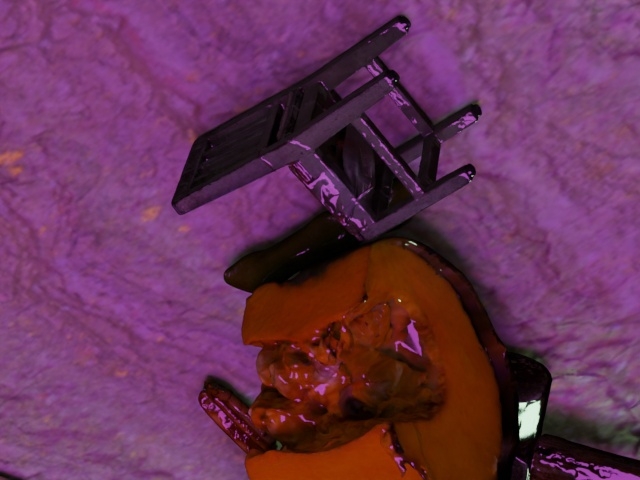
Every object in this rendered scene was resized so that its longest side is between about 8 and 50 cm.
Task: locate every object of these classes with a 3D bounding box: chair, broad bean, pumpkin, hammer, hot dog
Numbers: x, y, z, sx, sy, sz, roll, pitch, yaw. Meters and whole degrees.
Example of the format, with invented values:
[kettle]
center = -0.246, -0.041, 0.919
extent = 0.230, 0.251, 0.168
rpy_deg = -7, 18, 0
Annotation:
[chair]
center = 0.010, -0.078, 1.631
extent = 0.270, 0.136, 0.147
rpy_deg = -31, 114, 24
[broad bean]
center = 0.000, 0.000, 1.739
extent = 0.256, 0.053, 0.052
rpy_deg = -27, 106, 24
[pumpkin]
center = 0.058, 0.162, 1.686
extent = 0.225, 0.303, 0.256
rpy_deg = -18, 149, 35
[hammer]
center = 0.342, 0.266, 1.828
extent = 0.409, 0.095, 0.242
rpy_deg = 11, 125, 10
[hot dog]
center = -0.094, 0.204, 1.912
extent = 0.049, 0.037, 0.122
rpy_deg = -24, 115, 37

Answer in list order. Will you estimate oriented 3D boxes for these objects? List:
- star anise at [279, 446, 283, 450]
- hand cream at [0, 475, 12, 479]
[star anise]
center = -0.008, 0.333, 1.911
extent = 0.148, 0.237, 0.346
rpy_deg = 15, 154, 31
[hand cream]
center = -0.404, 0.303, 2.028
extent = 0.143, 0.039, 0.061
rpy_deg = 20, 128, 0
